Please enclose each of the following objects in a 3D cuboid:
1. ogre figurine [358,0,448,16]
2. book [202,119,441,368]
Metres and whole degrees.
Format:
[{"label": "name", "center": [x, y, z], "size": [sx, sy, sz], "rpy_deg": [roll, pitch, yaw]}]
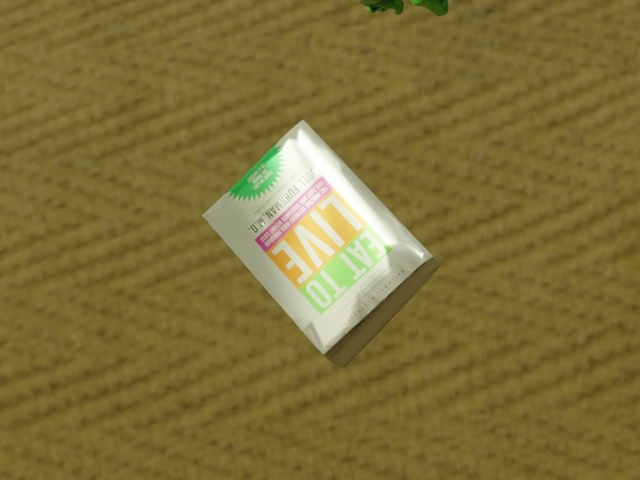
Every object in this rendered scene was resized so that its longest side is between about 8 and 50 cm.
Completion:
[{"label": "ogre figurine", "center": [0.099, -0.231, 1.283], "size": [0.197, 0.118, 0.096], "rpy_deg": [6, 98, 30]}, {"label": "book", "center": [0.000, 0.000, 1.043], "size": [0.096, 0.035, 0.144], "rpy_deg": [-45, 60, 3]}]
